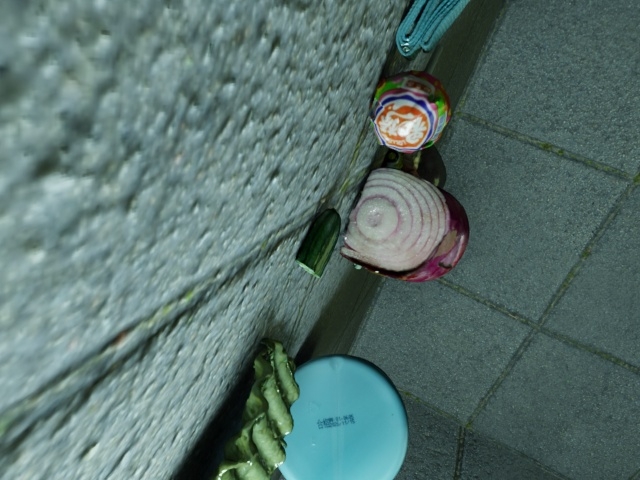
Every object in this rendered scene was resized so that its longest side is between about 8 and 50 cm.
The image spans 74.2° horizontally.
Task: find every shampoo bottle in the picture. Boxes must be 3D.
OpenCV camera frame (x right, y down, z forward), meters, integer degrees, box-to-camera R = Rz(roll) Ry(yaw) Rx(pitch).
[{"bbox_3d":[0.056,0.465,1.107,0.330,0.332,0.342,-62,166,-12],"label":"shampoo bottle"}]

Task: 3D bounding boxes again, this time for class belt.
[{"bbox_3d":[0.160,-0.346,0.591,0.179,0.100,0.065,-53,173,20],"label":"belt"}]

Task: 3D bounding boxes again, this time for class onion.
[{"bbox_3d":[0.183,-0.029,0.887,0.272,0.256,0.231,-45,157,17],"label":"onion"}]

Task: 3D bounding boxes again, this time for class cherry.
[{"bbox_3d":[0.257,-0.181,1.121,0.176,0.140,0.175,-8,90,-86],"label":"cherry"}]

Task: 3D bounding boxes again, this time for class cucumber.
[{"bbox_3d":[0.000,0.000,0.637,0.105,0.048,0.048,-65,168,-7],"label":"cucumber"}]

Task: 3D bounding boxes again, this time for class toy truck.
[{"bbox_3d":[0.196,-0.187,0.995,0.111,0.077,0.076,-63,167,-7],"label":"toy truck"}]

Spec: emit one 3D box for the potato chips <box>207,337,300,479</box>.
[{"bbox_3d":[-0.126,0.346,0.677,0.372,0.097,0.389,-60,166,-13],"label":"potato chips"}]

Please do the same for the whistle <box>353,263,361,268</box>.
[{"bbox_3d":[0.151,-0.028,1.132,0.114,0.077,0.235,-104,-144,-70],"label":"whistle"}]

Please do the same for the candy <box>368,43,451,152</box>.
[{"bbox_3d":[0.175,-0.269,0.717,0.124,0.124,0.365,102,11,-46],"label":"candy"}]
